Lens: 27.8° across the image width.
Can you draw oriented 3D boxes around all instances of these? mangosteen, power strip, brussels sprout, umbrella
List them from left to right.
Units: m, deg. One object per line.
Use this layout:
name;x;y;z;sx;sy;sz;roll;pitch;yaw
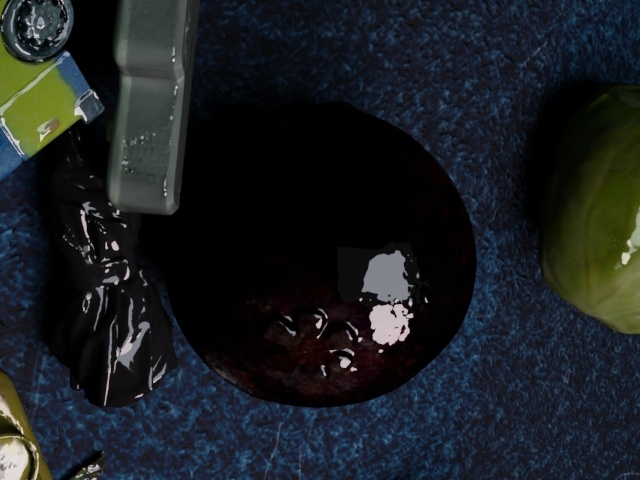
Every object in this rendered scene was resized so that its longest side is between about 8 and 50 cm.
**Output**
umbrella;-0.202;-0.006;1.145;0.118;0.118;0.340;-26;119;-32
power strip;-0.130;-0.156;1.019;0.059;0.193;0.264;6;86;-4
mangosteen;0.002;-0.002;1.212;0.297;0.297;0.313;41;49;-47
brussels sprout;0.397;-0.048;1.587;0.328;0.247;0.328;-32;147;-24

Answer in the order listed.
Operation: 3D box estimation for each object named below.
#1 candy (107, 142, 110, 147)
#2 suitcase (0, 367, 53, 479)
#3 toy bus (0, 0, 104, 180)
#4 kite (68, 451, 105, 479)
candy;-0.174;-0.070;1.187;0.025;0.023;0.083;-49;147;-24
suitcase;-0.330;0.209;1.094;0.194;0.143;0.234;-33;131;-27
toy bus;-0.305;-0.173;0.902;0.190;0.152;0.312;-45;136;-19
kite;-0.273;0.317;1.309;0.189;0.009;0.232;10;106;-47
